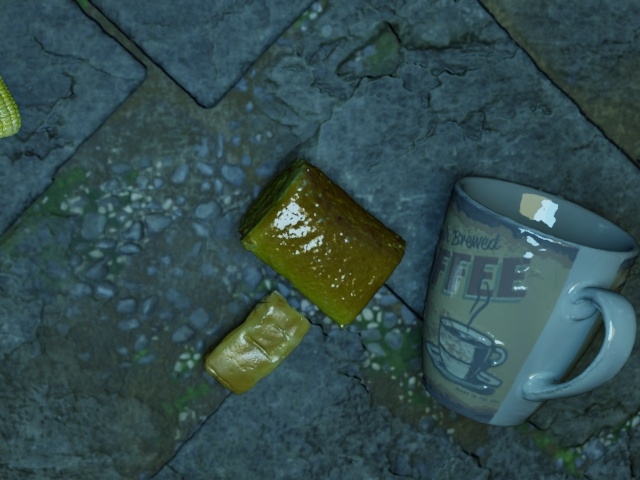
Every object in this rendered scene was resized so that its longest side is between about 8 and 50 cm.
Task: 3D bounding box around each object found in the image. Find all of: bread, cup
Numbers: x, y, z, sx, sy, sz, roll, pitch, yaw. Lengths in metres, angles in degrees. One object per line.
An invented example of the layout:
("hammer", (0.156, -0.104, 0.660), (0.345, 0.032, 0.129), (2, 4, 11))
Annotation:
("bread", (0.000, 0.000, 1.698), (0.172, 0.103, 0.132), (40, 90, -16))
("bread", (-0.077, 0.124, 1.737), (0.132, 0.053, 0.074), (-42, 105, 3))
("cup", (0.248, 0.095, 1.675), (0.227, 0.301, 0.257), (5, 109, -31))

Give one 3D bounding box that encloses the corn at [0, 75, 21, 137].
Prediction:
("corn", (-0.401, -0.184, 1.610), (0.085, 0.063, 0.165), (-21, 103, 4))
